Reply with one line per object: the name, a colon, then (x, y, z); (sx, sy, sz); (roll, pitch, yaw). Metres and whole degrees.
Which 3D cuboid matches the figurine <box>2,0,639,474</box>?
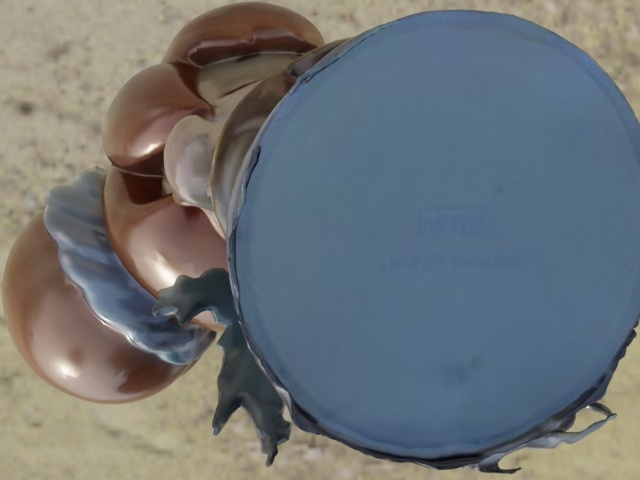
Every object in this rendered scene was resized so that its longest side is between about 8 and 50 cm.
figurine: (0.001, -0.001, 0.803); (0.276, 0.248, 0.388); (2, -170, -20)
